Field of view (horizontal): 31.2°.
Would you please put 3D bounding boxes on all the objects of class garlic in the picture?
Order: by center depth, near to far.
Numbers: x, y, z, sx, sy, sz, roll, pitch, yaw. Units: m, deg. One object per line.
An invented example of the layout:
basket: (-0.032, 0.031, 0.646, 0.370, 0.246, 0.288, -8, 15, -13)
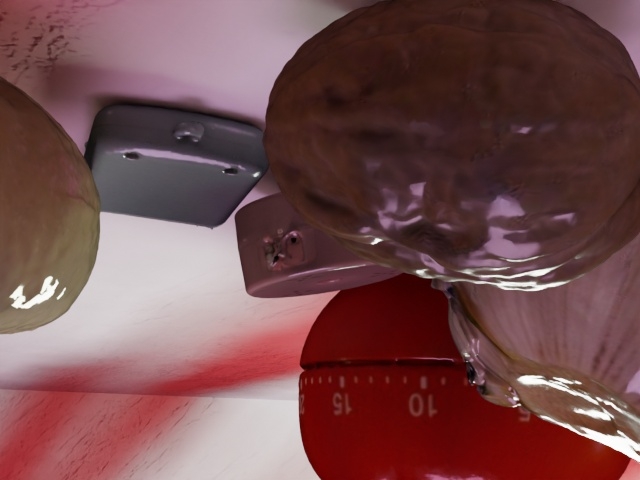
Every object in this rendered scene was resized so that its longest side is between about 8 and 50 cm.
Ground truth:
garlic: (0.254, 0.055, 0.883, 0.322, 0.241, 0.322, 14, 177, 1)

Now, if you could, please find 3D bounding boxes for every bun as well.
bun: (-0.325, -0.041, 0.740, 0.361, 0.213, 0.361, 5, -177, 0)

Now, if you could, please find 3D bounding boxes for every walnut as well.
walnut: (0.071, -0.058, 0.644, 0.230, 0.178, 0.178, 3, 167, 23)

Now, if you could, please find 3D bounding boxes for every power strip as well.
power strip: (0.000, 0.000, 1.014, 0.154, 0.078, 0.154, -8, 170, -1)

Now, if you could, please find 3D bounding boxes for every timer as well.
timer: (0.163, 0.165, 1.282, 0.378, 0.279, 0.378, 2, 168, 0)

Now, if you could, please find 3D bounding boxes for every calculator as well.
calculator: (-0.125, -0.056, 0.943, 0.141, 0.045, 0.246, 8, 167, -13)
